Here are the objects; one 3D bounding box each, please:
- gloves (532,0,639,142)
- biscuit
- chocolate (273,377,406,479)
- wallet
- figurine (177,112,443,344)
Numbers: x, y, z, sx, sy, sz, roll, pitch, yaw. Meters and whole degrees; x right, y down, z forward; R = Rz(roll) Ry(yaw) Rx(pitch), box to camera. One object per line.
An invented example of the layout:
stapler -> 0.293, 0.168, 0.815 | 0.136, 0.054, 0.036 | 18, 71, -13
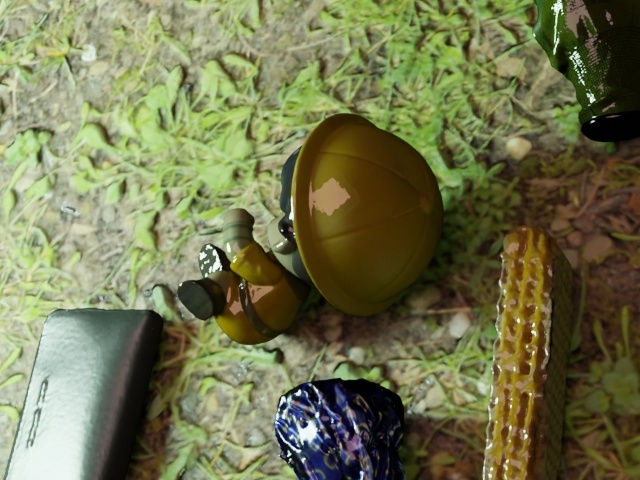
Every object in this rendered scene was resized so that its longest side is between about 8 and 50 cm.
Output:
gloves -> 0.264, -0.218, 1.702 | 0.135, 0.107, 0.268 | -4, 56, -11
biscuit -> 0.178, 0.173, 1.545 | 0.054, 0.094, 0.378 | -1, 65, 19
chocolate -> 0.058, 0.276, 1.532 | 0.148, 0.126, 0.343 | -19, 58, 1
wallet -> -0.245, 0.182, 1.777 | 0.149, 0.044, 0.250 | 0, 66, 30
figurine -> 0.003, 0.004, 1.677 | 0.257, 0.192, 0.167 | -42, 79, 29
